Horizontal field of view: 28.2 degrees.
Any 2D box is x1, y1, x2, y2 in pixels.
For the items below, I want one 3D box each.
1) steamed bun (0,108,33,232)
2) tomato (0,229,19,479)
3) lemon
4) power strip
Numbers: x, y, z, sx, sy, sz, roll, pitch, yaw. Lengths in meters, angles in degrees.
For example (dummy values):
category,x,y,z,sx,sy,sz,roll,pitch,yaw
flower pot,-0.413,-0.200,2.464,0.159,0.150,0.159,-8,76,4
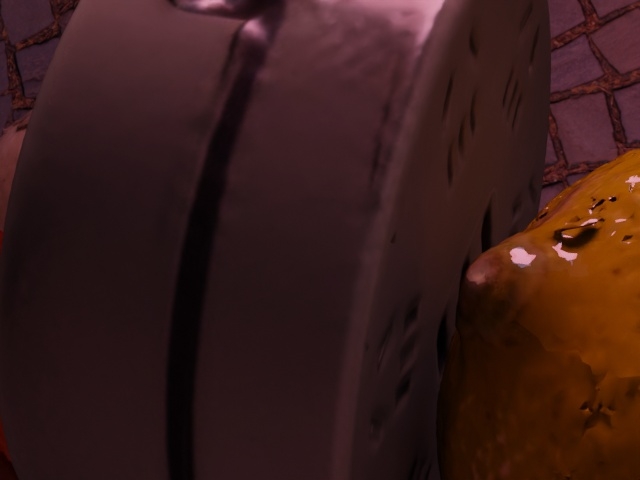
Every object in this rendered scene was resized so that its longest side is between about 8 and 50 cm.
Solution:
category,x,y,z,sx,sy,sz,roll,pitch,yaw
steamed bun,-0.147,0.025,1.000,0.282,0.177,0.283,11,-38,9
tomato,-0.182,0.074,0.655,0.082,0.166,0.174,-26,-7,6
lemon,0.182,0.089,0.526,0.310,0.258,0.258,37,-6,-17
power strip,0.000,0.000,0.613,0.161,0.358,0.357,12,1,19
